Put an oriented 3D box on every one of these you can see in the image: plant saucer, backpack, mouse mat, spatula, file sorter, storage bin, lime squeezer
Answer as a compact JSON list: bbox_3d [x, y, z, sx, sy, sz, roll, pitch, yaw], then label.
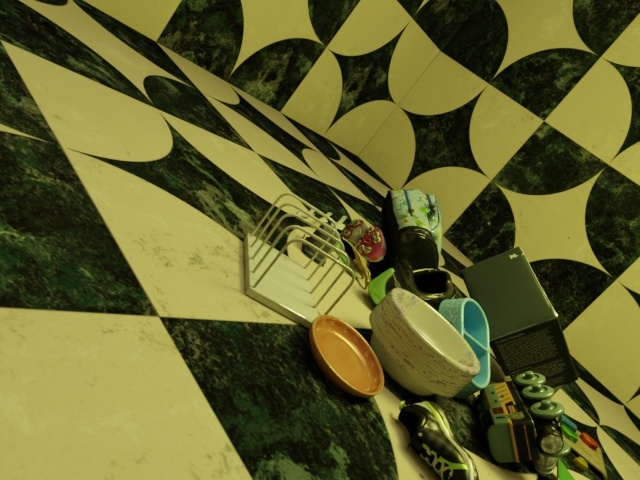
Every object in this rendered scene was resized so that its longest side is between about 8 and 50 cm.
[{"bbox_3d":[0.049,0.243,1.126,0.200,0.037,0.200,37,22,-18],"label":"plant saucer"},{"bbox_3d":[0.318,-0.030,1.912,0.355,0.274,0.290,-112,-169,-51],"label":"backpack"},{"bbox_3d":[0.657,0.655,1.367,0.189,0.007,0.153,57,20,13],"label":"mouse mat"},{"bbox_3d":[0.014,-0.086,1.942,0.168,0.019,0.242,14,14,7],"label":"spatula"},{"bbox_3d":[-0.052,0.037,1.264,0.193,0.173,0.277,32,18,-21],"label":"file sorter"},{"bbox_3d":[0.000,0.000,1.631,0.098,0.091,0.135,36,15,-10],"label":"storage bin"},{"bbox_3d":[0.054,0.005,1.802,0.110,0.059,0.310,31,17,-25],"label":"lime squeezer"}]

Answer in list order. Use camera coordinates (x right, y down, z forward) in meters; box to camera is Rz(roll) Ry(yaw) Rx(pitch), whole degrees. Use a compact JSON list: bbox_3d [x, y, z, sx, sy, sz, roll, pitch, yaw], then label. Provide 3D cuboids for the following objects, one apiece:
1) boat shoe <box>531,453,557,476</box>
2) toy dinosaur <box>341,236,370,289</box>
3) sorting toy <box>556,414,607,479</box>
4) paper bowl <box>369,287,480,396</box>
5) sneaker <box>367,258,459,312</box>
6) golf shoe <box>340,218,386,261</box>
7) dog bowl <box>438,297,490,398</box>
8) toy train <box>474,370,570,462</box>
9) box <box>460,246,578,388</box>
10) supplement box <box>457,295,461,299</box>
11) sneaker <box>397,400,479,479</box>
[{"bbox_3d":[0.605,0.531,1.510,0.118,0.103,0.320,1,6,12],"label":"boat shoe"},{"bbox_3d":[0.128,0.068,1.722,0.092,0.053,0.183,61,5,-74],"label":"toy dinosaur"},{"bbox_3d":[0.836,0.660,1.754,0.229,0.041,0.307,44,16,17],"label":"sorting toy"},{"bbox_3d":[0.238,0.263,1.326,0.284,0.148,0.284,35,15,-11],"label":"paper bowl"},{"bbox_3d":[0.367,0.203,1.677,0.483,0.202,0.185,27,20,-35],"label":"sneaker"},{"bbox_3d":[0.174,0.020,1.879,0.140,0.115,0.306,50,1,-22],"label":"golf shoe"},{"bbox_3d":[0.403,0.289,1.506,0.166,0.074,0.297,38,45,-28],"label":"dog bowl"},{"bbox_3d":[0.497,0.437,1.364,0.334,0.190,0.142,-44,124,-78],"label":"toy train"},{"bbox_3d":[0.644,0.273,1.753,0.395,0.212,0.293,54,19,-39],"label":"box"},{"bbox_3d":[0.515,0.265,2.061,0.188,0.081,0.104,29,18,-32],"label":"supplement box"},{"bbox_3d":[0.214,0.409,1.046,0.097,0.084,0.234,5,28,-21],"label":"sneaker"}]
